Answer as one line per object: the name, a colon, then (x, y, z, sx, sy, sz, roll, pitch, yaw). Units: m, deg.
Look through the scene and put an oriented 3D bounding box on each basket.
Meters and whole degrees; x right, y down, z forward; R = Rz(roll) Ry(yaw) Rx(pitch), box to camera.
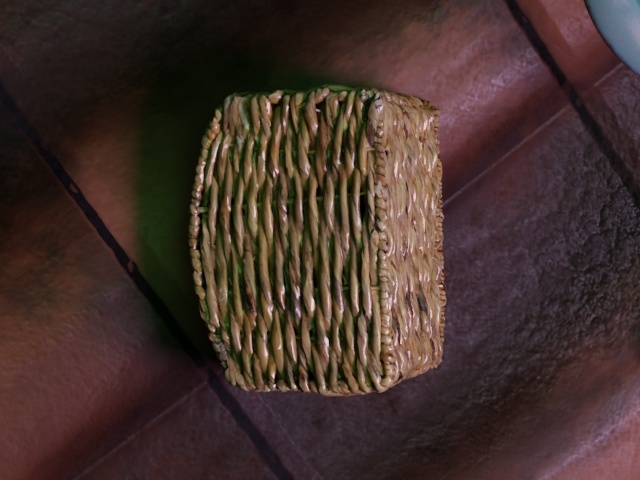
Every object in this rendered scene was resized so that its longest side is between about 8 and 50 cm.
basket: (0.000, 0.000, 1.372, 0.213, 0.223, 0.299, -2, 92, 19)

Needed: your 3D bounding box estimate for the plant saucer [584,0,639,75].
plant saucer: (0.438, -0.319, 1.501, 0.317, 0.043, 0.318, 0, 90, -14)
